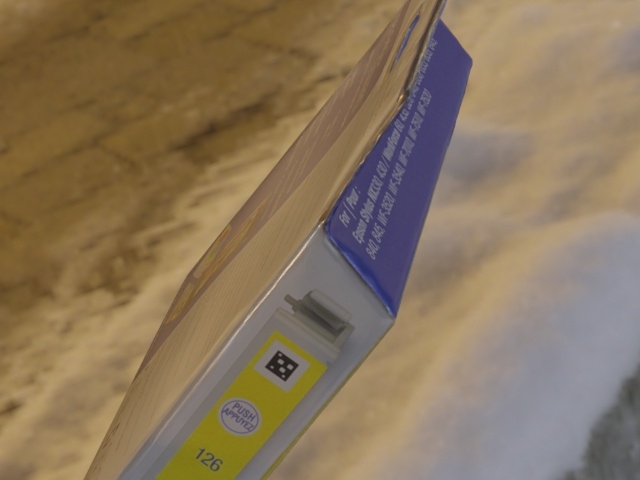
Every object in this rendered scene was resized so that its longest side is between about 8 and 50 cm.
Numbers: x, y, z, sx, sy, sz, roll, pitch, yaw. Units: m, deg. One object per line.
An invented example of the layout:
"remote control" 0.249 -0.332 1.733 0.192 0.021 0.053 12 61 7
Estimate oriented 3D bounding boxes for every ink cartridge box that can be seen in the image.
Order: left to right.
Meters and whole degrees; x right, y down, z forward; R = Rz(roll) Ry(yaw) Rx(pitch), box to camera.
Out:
"ink cartridge box" 0.000 0.000 0.959 0.307 0.072 0.303 -49 8 28
